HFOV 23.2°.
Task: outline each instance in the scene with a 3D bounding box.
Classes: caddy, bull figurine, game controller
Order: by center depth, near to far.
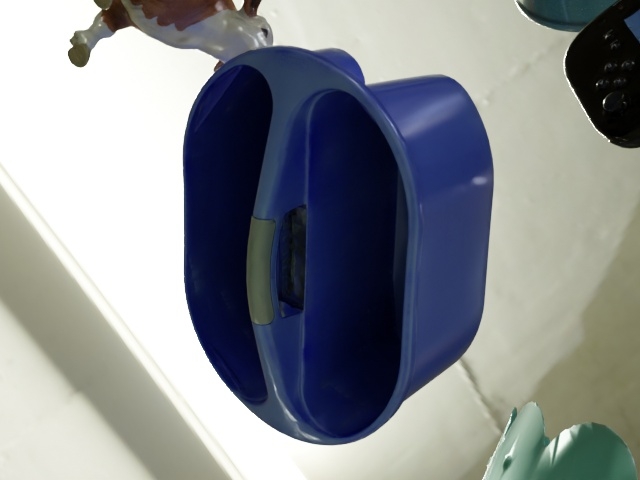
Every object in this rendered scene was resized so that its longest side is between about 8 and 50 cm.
[{"bbox_3d":[0.000,0.000,1.282,0.179,0.241,0.341,-26,-55,-47],"label":"caddy"},{"bbox_3d":[0.356,-0.211,1.341,0.319,0.166,0.067,-37,-44,16],"label":"game controller"},{"bbox_3d":[-0.162,-0.254,1.358,0.188,0.101,0.310,-31,-88,-52],"label":"bull figurine"}]

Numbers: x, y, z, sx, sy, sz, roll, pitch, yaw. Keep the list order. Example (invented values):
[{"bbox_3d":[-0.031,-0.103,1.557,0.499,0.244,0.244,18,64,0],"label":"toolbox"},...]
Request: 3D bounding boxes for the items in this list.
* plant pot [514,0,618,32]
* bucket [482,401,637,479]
[{"bbox_3d":[0.303,-0.404,1.668,0.272,0.271,0.255,-32,-54,-9],"label":"plant pot"},{"bbox_3d":[0.167,0.221,0.730,0.281,0.281,0.183,36,-100,-37],"label":"bucket"}]
